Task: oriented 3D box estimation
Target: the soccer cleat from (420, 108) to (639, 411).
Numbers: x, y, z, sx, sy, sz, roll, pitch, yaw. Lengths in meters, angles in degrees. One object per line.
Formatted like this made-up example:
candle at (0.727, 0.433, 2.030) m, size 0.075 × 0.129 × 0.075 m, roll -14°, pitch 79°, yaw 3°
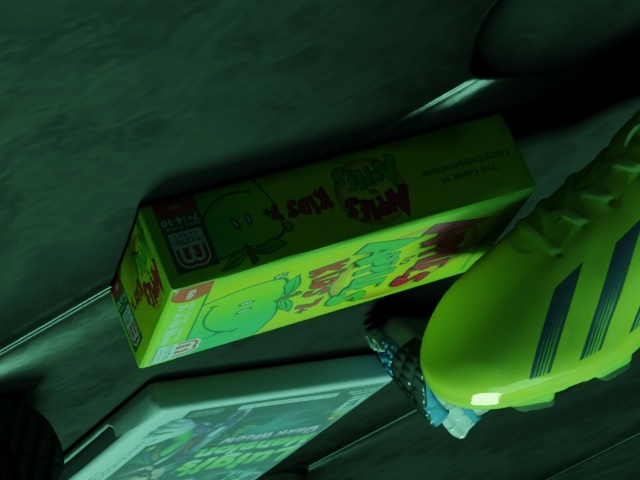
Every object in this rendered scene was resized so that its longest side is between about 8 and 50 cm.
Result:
soccer cleat at (0.159, -0.030, 0.883) m, size 0.289 × 0.093 × 0.121 m, roll -33°, pitch 134°, yaw -7°

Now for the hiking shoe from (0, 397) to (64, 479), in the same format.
hiking shoe at (-0.238, 0.163, 0.976) m, size 0.227 × 0.086 × 0.114 m, roll -19°, pitch 158°, yaw -15°

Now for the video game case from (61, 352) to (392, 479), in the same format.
video game case at (-0.073, 0.124, 1.162) m, size 0.190 × 0.022 × 0.173 m, roll -5°, pitch 154°, yaw -44°

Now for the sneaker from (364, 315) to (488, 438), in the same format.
sneaker at (0.085, 0.066, 1.143) m, size 0.083 × 0.071 × 0.191 m, roll -36°, pitch 166°, yaw 7°

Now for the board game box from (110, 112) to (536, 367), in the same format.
board game box at (0.000, 0.000, 0.878) m, size 0.181 × 0.043 × 0.092 m, roll -16°, pitch 159°, yaw -22°
